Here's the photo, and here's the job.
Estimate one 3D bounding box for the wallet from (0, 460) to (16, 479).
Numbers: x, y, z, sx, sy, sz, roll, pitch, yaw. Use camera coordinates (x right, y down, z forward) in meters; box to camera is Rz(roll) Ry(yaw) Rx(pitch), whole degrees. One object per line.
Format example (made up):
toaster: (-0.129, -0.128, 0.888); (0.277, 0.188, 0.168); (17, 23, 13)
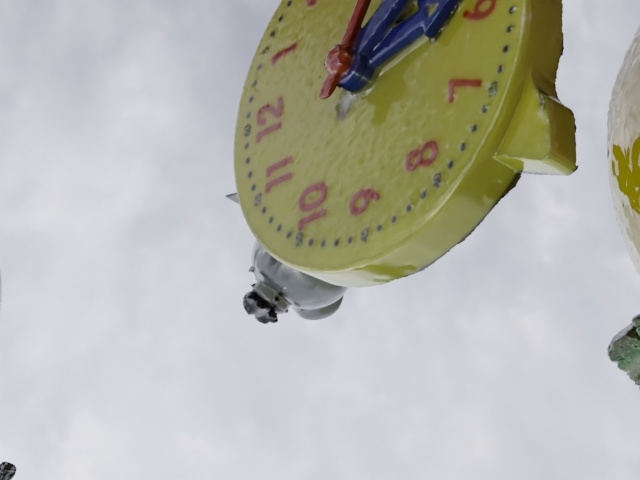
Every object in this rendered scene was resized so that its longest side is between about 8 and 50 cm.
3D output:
wallet: (-0.294, 0.254, 1.092); (0.018, 0.157, 0.082); (31, -170, -1)

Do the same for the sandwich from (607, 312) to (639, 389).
sandwich: (0.396, 0.142, 1.445); (0.184, 0.109, 0.160); (1, -122, -52)

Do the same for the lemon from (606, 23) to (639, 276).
lemon: (0.367, -0.059, 0.965); (0.348, 0.348, 0.348); (32, -144, -26)

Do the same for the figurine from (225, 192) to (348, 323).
figurine: (0.000, 0.000, 1.259); (0.126, 0.192, 0.147); (36, 168, 45)

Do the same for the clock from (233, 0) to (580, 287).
clock: (0.036, -0.111, 0.900); (0.071, 0.293, 0.277); (22, -128, -37)

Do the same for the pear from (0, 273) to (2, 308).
pear: (-0.488, 0.060, 1.507); (0.294, 0.294, 0.294); (32, -144, -26)
